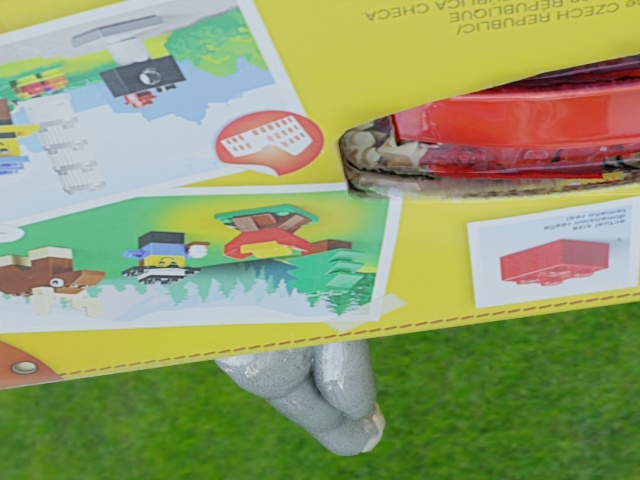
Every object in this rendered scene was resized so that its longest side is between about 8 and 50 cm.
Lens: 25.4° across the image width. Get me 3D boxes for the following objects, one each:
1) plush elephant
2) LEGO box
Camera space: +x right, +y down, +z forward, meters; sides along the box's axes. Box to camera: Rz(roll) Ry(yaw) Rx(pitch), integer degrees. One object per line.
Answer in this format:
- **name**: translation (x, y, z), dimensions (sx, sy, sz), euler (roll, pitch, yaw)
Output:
- **plush elephant**: translation (0.000, 0.000, 1.229), dimensions (0.255, 0.330, 0.272), euler (-41, 69, 4)
- **LEGO box**: translation (0.080, -0.182, 0.452), dimensions (0.500, 0.193, 0.373), euler (-8, 56, 5)
